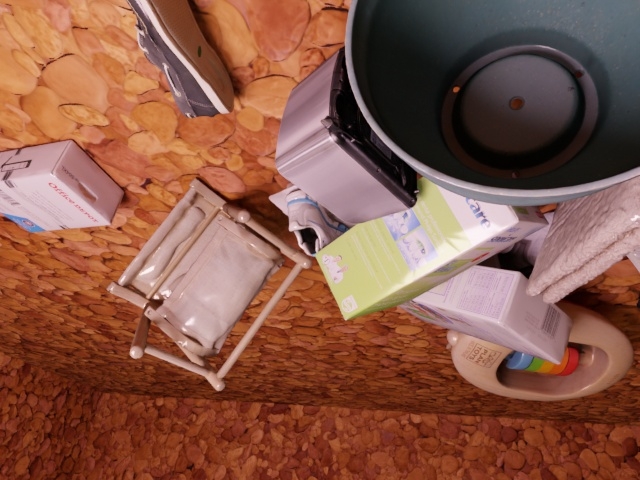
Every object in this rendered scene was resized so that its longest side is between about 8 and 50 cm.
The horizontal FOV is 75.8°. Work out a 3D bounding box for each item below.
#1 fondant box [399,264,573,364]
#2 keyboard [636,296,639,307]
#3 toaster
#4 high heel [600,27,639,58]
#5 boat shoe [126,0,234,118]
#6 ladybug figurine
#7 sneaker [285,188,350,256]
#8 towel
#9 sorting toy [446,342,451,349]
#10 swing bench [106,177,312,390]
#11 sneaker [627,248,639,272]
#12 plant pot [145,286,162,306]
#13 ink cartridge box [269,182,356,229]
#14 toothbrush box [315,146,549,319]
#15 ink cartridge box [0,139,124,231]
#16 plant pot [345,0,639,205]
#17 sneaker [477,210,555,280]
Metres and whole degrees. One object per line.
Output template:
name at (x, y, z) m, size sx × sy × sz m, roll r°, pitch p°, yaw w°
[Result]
fondant box at (0.281, 0.122, 0.827) m, size 0.238 × 0.096 × 0.330 m, roll 32°, pitch 166°, yaw -34°
keyboard at (0.842, 0.141, 0.935) m, size 0.192 × 0.038 × 0.100 m, roll -9°, pitch 144°, yaw 25°
toaster at (0.038, -0.133, 0.529) m, size 0.110 × 0.168 × 0.186 m, roll -22°, pitch 138°, yaw 38°
high heel at (0.394, -0.247, 0.381) m, size 0.117 × 0.082 × 0.244 m, roll 19°, pitch 137°, yaw -21°
boat shoe at (-0.184, -0.238, 0.484) m, size 0.079 × 0.084 × 0.233 m, roll -4°, pitch 149°, yaw 15°
ladybug figurine at (0.519, 0.251, 1.007) m, size 0.449 × 0.162 × 0.305 m, roll 13°, pitch 124°, yaw -10°
sneaker at (0.000, 0.000, 0.697) m, size 0.071 × 0.083 × 0.191 m, roll -17°, pitch 142°, yaw 30°
towel at (0.330, -0.038, 0.481) m, size 0.049 × 0.187 × 0.282 m, roll 23°, pitch 164°, yaw 16°
sorting toy at (0.458, 0.285, 1.216) m, size 0.132 × 0.046 × 0.274 m, roll 6°, pitch 148°, yaw 1°
swing bench at (-0.196, 0.059, 0.698) m, size 0.165 × 0.253 × 0.255 m, roll 41°, pitch 173°, yaw -37°
sneaker at (0.506, -0.048, 0.637) m, size 0.126 × 0.127 × 0.321 m, roll -23°, pitch 112°, yaw 43°
plant pot at (-0.293, 0.072, 0.903) m, size 0.201 × 0.201 × 0.180 m, roll 21°, pitch 161°, yaw -22°
ink cartridge box at (0.016, -0.063, 0.735) m, size 0.115 × 0.067 × 0.198 m, roll -18°, pitch 141°, yaw 33°
toothbrush box at (0.168, -0.001, 0.634) m, size 0.283 × 0.122 × 0.206 m, roll -38°, pitch 158°, yaw 31°
ink cartridge box at (-0.502, -0.094, 0.761) m, size 0.203 × 0.085 × 0.148 m, roll -4°, pitch 146°, yaw 15°
plant pot at (0.193, -0.161, 0.391) m, size 0.293 × 0.293 × 0.196 m, roll -7°, pitch 169°, yaw 20°
sneaker at (0.429, 0.036, 0.792) m, size 0.153 × 0.101 × 0.268 m, roll 21°, pitch 150°, yaw -23°
